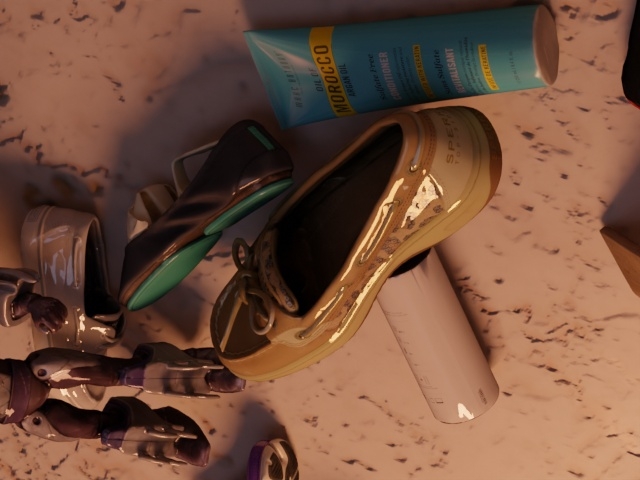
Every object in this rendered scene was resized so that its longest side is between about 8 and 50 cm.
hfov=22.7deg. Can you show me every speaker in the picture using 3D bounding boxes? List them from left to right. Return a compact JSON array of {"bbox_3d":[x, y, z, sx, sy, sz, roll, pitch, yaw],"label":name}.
[{"bbox_3d":[0.081,0.065,1.162,0.055,0.055,0.136,-15,116,26],"label":"speaker"}]

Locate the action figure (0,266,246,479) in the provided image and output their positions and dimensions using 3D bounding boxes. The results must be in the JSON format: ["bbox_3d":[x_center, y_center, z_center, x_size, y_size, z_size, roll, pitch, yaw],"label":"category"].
[{"bbox_3d":[-0.204,0.111,1.167,0.285,0.099,0.185,6,106,-34],"label":"action figure"}]

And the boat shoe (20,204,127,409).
[{"bbox_3d":[-0.184,0.057,1.245,0.063,0.066,0.184,3,114,18],"label":"boat shoe"}]

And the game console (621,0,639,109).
[{"bbox_3d":[0.369,-0.205,0.896,0.342,0.060,0.386,16,125,15],"label":"game console"}]

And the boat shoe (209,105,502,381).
[{"bbox_3d":[0.000,0.000,1.098,0.285,0.089,0.104,-46,56,33],"label":"boat shoe"}]

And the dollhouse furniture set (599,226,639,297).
[{"bbox_3d":[0.305,0.024,1.079,0.151,0.123,0.144,-34,111,-4],"label":"dollhouse furniture set"}]

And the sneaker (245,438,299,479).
[{"bbox_3d":[-0.066,0.227,1.314,0.071,0.068,0.170,23,127,9],"label":"sneaker"}]

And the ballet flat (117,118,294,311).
[{"bbox_3d":[-0.095,-0.023,1.161,0.074,0.074,0.203,41,131,-11],"label":"ballet flat"}]

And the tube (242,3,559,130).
[{"bbox_3d":[0.053,-0.118,1.059,0.207,0.052,0.080,-4,120,26],"label":"tube"}]
